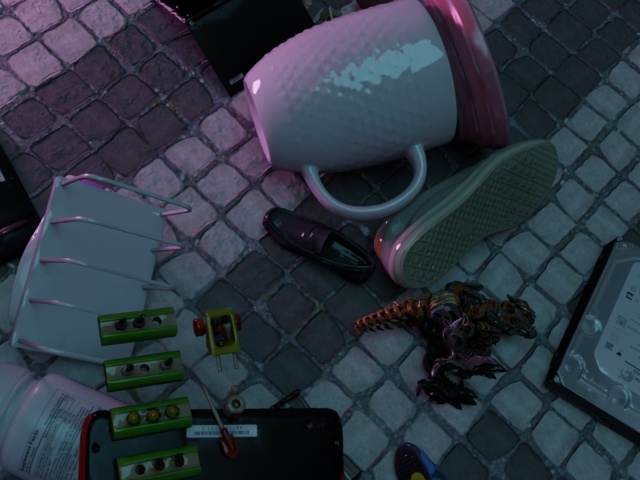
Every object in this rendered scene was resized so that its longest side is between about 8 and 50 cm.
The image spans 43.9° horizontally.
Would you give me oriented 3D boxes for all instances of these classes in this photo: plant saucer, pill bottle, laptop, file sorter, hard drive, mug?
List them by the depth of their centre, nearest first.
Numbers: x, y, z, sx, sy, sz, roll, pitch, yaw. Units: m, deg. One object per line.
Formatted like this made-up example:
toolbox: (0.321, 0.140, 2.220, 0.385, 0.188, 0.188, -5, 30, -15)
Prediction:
pill bottle: (-0.374, 0.298, 1.198, 0.283, 0.160, 0.160, 24, 66, -1)
file sorter: (-0.332, 0.052, 1.235, 0.193, 0.173, 0.277, 18, 78, -31)
mug: (0.056, -0.216, 1.429, 0.328, 0.276, 0.373, -18, 78, -6)
hard drive: (0.586, 0.186, 1.484, 0.237, 0.064, 0.338, 32, 67, 3)
plant saucer: (0.258, -0.319, 1.492, 0.084, 0.332, 0.332, -21, 73, 5)
laptop: (-0.176, -0.457, 1.604, 0.234, 0.136, 0.264, -36, 54, -16)

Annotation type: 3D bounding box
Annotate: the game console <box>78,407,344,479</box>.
game console: (-0.145, 0.412, 1.123, 0.387, 0.060, 0.341, 4, 73, -20)

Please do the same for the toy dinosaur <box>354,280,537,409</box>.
toy dinosaur: (0.227, 0.166, 1.402, 0.322, 0.164, 0.218, -8, 55, 5)

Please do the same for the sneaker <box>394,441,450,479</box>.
sneaker: (0.201, 0.427, 1.321, 0.082, 0.069, 0.209, -8, 56, -49)

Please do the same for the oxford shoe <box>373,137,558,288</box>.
oxford shoe: (0.273, -0.070, 1.488, 0.449, 0.169, 0.130, -34, 34, -22)

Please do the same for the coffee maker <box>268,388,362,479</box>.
coffee maker: (-0.049, 0.359, 1.276, 0.171, 0.120, 0.178, -38, 78, 3)

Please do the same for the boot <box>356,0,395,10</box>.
boot: (0.124, -0.423, 1.624, 0.106, 0.082, 0.219, -39, 82, -24)

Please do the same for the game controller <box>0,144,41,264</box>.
game controller: (-0.612, -0.097, 1.371, 0.167, 0.067, 0.319, -23, 75, -33)

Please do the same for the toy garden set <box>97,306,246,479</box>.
toy garden set: (-0.192, 0.204, 1.113, 0.204, 0.049, 0.244, -5, 68, -23)

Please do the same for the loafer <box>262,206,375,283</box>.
loafer: (0.000, 0.000, 1.433, 0.223, 0.078, 0.076, 30, 66, 2)

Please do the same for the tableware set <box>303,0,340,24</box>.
tableware set: (-0.017, -0.450, 1.638, 0.154, 0.024, 0.104, 33, 67, 2)

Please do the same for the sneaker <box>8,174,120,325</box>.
sneaker: (-0.403, 0.031, 1.333, 0.161, 0.102, 0.282, 22, 67, -7)
